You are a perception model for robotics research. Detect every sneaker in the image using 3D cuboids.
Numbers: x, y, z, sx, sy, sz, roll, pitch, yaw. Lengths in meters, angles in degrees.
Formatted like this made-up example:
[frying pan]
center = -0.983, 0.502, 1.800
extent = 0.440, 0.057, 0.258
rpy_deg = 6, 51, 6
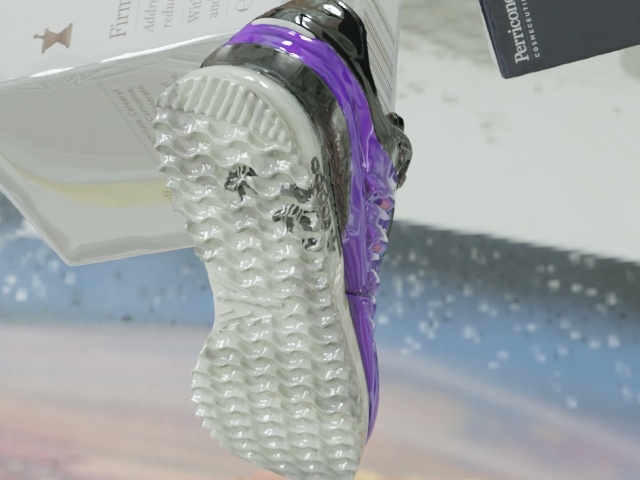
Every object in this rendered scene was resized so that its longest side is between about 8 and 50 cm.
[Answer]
[sneaker]
center = 0.001, 0.000, 0.890
extent = 0.102, 0.146, 0.293
rpy_deg = 15, -45, 20

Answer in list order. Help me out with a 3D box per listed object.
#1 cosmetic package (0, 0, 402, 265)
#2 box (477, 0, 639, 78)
[cosmetic package]
center = -0.150, -0.212, 1.801
extent = 0.393, 0.329, 0.327
rpy_deg = -10, -36, 19
[box]
center = 0.160, -0.191, 0.983
extent = 0.158, 0.093, 0.156
rpy_deg = -15, -77, 6
